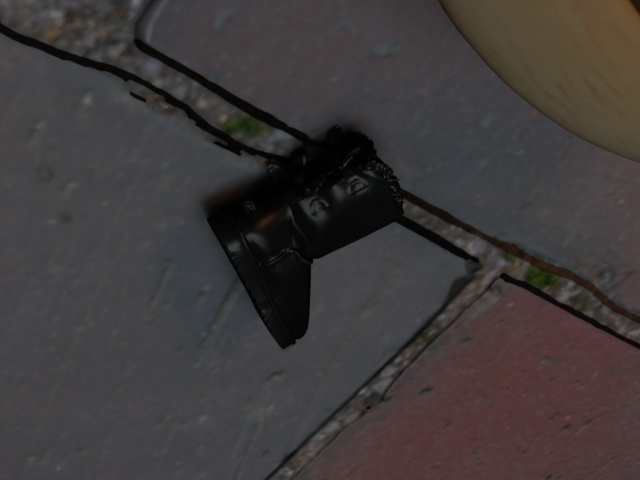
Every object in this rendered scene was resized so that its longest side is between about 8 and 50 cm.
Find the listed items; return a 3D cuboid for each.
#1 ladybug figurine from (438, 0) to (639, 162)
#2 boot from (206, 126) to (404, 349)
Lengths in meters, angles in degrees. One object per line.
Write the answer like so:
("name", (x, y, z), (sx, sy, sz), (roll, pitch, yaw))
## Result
("ladybug figurine", (0.167, -0.197, 0.619), (0.305, 0.162, 0.449), (-35, 138, 8))
("boot", (0.000, 0.000, 0.815), (0.099, 0.045, 0.121), (-29, 138, -5))
